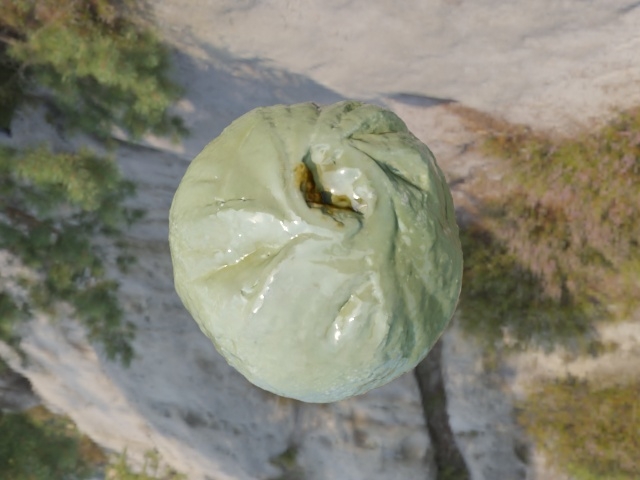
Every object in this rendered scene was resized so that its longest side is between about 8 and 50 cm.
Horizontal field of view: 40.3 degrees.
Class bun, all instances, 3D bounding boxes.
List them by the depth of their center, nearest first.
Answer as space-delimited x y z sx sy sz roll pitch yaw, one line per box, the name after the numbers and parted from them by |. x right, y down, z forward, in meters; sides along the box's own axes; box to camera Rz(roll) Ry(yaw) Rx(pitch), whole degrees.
0.000 0.000 0.545 0.195 0.196 0.118 12 159 -6 | bun
